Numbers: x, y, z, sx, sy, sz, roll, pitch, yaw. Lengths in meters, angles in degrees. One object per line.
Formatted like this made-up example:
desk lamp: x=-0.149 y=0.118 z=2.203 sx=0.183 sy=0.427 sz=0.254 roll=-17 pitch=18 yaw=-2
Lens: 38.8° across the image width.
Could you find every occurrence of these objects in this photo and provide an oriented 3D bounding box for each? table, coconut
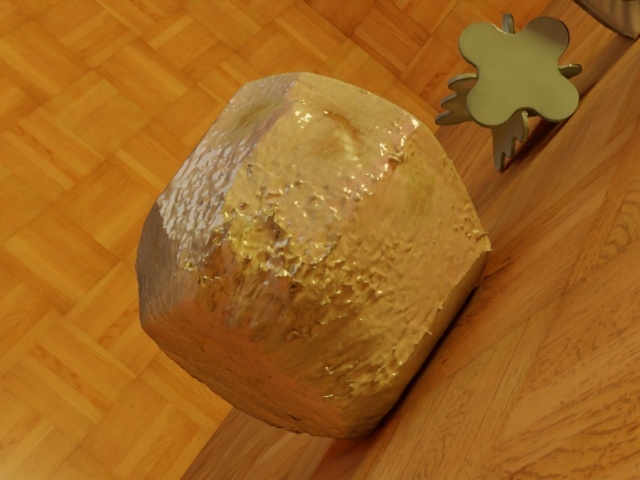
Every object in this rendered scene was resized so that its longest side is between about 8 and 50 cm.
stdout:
table: x=0.239 y=-0.189 z=1.191 sx=0.166 sy=0.166 sz=0.198 roll=-51 pitch=-6 yaw=-7
coconut: x=0.000 y=0.000 z=0.858 sx=0.309 sy=0.297 sz=0.297 roll=-57 pitch=4 yaw=-25

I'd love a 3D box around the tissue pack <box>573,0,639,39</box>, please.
tissue pack: x=0.334 y=-0.368 z=1.132 sx=0.124 sy=0.225 sz=0.185 roll=-50 pitch=2 yaw=21
